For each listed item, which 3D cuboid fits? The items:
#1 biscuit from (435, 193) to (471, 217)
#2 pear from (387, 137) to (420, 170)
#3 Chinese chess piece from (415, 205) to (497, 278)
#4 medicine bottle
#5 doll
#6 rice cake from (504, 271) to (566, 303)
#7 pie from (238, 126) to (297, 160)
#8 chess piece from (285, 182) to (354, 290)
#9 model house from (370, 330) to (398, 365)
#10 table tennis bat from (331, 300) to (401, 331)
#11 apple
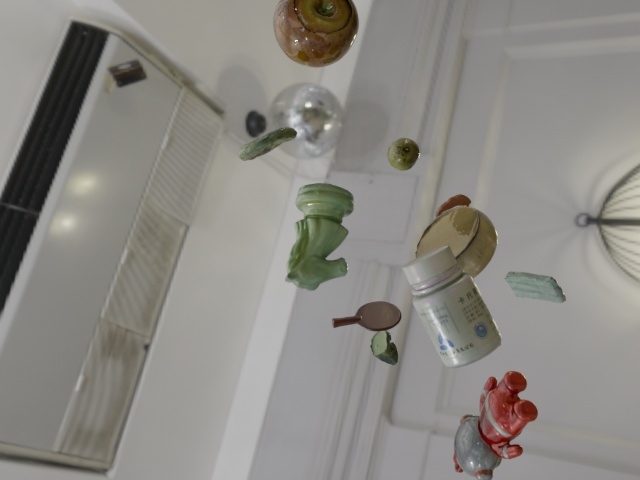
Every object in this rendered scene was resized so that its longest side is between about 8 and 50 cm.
[{"bbox_3d":[0.454,-0.107,2.493,0.102,0.130,0.019,46,-165,-41],"label":"biscuit"},{"bbox_3d":[0.263,-0.274,2.310,0.131,0.107,0.107,166,109,-79],"label":"pear"},{"bbox_3d":[0.403,0.018,2.173,0.104,0.257,0.257,40,-124,-26],"label":"Chinese chess piece"},{"bbox_3d":[0.337,0.170,1.900,0.170,0.170,0.293,-28,-88,-54],"label":"medicine bottle"},{"bbox_3d":[0.281,0.322,1.216,0.142,0.076,0.245,-99,21,-46],"label":"doll"},{"bbox_3d":[0.738,0.161,2.501,0.038,0.211,0.124,-50,-58,-20],"label":"rice cake"},{"bbox_3d":[-0.153,-0.280,2.105,0.186,0.186,0.041,-27,-87,-55],"label":"pie"},{"bbox_3d":[0.000,0.000,2.066,0.175,0.175,0.299,33,-120,-55],"label":"chess piece"},{"bbox_3d":[0.193,0.310,2.108,0.083,0.066,0.079,34,-143,-35],"label":"model house"},{"bbox_3d":[0.101,0.169,1.599,0.098,0.154,0.019,-107,9,-55],"label":"table tennis bat"},{"bbox_3d":[-0.008,-0.603,2.029,0.236,0.207,0.237,13,-118,-26],"label":"apple"}]
